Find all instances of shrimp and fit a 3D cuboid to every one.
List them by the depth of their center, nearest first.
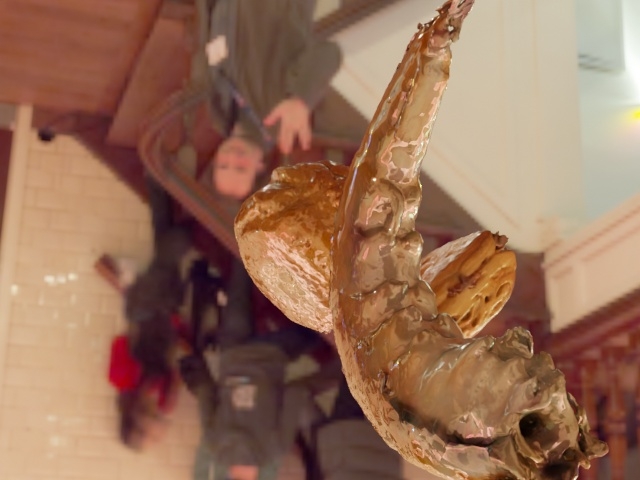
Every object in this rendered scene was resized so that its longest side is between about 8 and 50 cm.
[{"bbox_3d":[0.065,0.017,0.764,0.068,0.287,0.185,7,158,-31],"label":"shrimp"}]

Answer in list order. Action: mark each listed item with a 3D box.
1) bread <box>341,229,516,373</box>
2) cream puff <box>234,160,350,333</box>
[{"bbox_3d":[0.147,0.094,1.697,0.099,0.235,0.210,49,153,-6],"label":"bread"},{"bbox_3d":[0.004,-0.001,0.968,0.126,0.103,0.144,32,151,17],"label":"cream puff"}]
